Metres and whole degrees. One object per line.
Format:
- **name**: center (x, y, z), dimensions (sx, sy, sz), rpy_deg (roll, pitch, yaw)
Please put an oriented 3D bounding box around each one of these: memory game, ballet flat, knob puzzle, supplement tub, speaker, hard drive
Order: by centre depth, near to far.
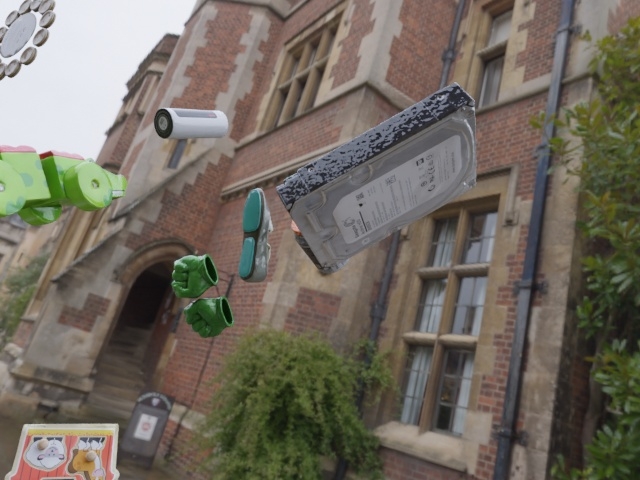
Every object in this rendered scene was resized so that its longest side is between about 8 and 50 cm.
- **hard drive**: center (0.112, -0.095, 0.869), dimensions (0.339, 0.064, 0.237), rpy_deg (-28, -34, 0)
- **memory game**: center (-0.552, -0.373, 0.916), dimensions (0.186, 0.186, 0.012), rpy_deg (5, -16, 29)
- **knob puzzle**: center (-0.473, 0.437, 0.921), dimensions (0.213, 0.213, 0.030), rpy_deg (22, -42, -17)
- **speaker**: center (-0.240, -0.218, 0.935), dimensions (0.055, 0.055, 0.136), rpy_deg (2, 11, 36)
- **ballet flat**: center (-0.142, -0.009, 1.133), dimensions (0.072, 0.213, 0.068), rpy_deg (-1, -10, 44)
- **supplement tub**: center (0.000, 0.000, 1.455), dimensions (0.117, 0.117, 0.190), rpy_deg (2, -37, 36)

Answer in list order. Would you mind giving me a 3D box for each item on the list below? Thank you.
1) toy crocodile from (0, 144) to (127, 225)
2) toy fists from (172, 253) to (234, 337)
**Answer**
- **toy crocodile**: center (-0.378, -0.075, 0.625), dimensions (0.115, 0.105, 0.340), rpy_deg (-13, 2, 20)
- **toy fists**: center (-0.394, 0.185, 1.619), dimensions (0.142, 0.279, 0.096), rpy_deg (-18, 8, 13)
